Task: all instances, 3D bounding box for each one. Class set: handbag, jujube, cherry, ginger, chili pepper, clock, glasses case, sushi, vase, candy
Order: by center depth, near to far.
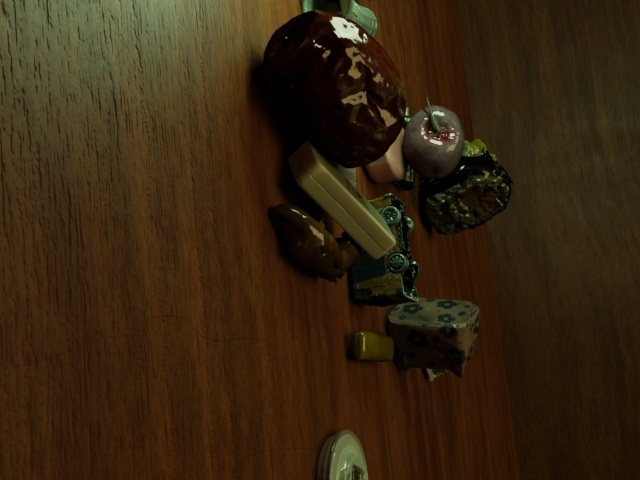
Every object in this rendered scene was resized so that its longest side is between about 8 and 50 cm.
[{"bbox_3d":[0.061,0.547,1.601,0.244,0.056,0.244,-10,90,-66],"label":"clock"},{"bbox_3d":[0.001,0.015,1.602,0.309,0.107,0.133,28,63,-60],"label":"ginger"},{"bbox_3d":[0.041,-0.333,1.613,0.377,0.276,0.276,38,46,-42],"label":"jujube"},{"bbox_3d":[0.053,-0.090,1.663,0.313,0.070,0.131,44,14,-33],"label":"glasses case"},{"bbox_3d":[0.137,0.276,1.866,0.234,0.064,0.079,23,62,-63],"label":"glasses case"},{"bbox_3d":[0.068,-0.611,1.959,0.299,0.143,0.143,-15,96,-69],"label":"vase"},{"bbox_3d":[0.334,0.285,2.106,0.190,0.252,0.193,-43,130,-55],"label":"handbag"},{"bbox_3d":[0.340,-0.292,2.156,0.266,0.184,0.213,57,44,-67],"label":"cherry"},{"bbox_3d":[0.193,-0.290,2.173,0.255,0.094,0.255,-10,90,-67],"label":"candy"},{"bbox_3d":[0.281,-0.309,2.379,0.136,0.099,0.270,15,71,-55],"label":"chili pepper"},{"bbox_3d":[0.504,-0.224,2.624,0.329,0.328,0.285,33,36,-43],"label":"sushi"}]

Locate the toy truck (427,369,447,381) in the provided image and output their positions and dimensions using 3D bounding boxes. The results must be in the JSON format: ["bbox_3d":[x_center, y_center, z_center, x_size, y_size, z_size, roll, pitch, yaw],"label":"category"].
[{"bbox_3d":[0.412,0.335,2.425,0.286,0.111,0.136,-70,145,-45],"label":"toy truck"}]

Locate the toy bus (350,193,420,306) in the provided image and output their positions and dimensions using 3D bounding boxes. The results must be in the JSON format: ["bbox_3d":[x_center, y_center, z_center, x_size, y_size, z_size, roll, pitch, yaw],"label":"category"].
[{"bbox_3d":[0.161,0.035,1.889,0.138,0.167,0.275,26,53,-62],"label":"toy bus"}]

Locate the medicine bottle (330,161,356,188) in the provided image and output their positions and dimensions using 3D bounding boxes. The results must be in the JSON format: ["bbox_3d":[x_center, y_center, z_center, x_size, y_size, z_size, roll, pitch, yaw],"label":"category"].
[{"bbox_3d":[0.048,-0.176,1.805,0.086,0.086,0.183,37,48,-58],"label":"medicine bottle"}]
